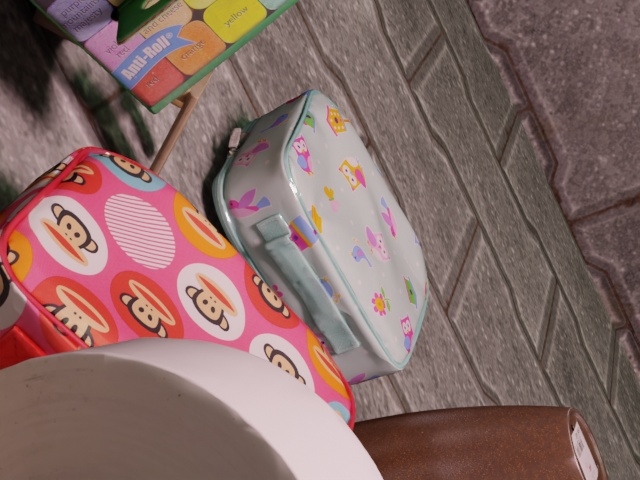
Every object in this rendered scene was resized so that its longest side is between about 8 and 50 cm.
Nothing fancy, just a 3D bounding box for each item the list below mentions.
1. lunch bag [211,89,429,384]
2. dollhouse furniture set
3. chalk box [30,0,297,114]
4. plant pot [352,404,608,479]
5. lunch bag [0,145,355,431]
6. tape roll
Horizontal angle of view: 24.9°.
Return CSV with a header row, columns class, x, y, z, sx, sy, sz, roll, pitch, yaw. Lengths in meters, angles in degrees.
class,x,y,z,sx,sy,sz,roll,pitch,yaw
lunch bag,0.000,0.000,1.456,0.279,0.108,0.224,59,27,-21
dollhouse furniture set,-0.181,-0.137,1.251,0.151,0.123,0.144,28,29,-5
chalk box,-0.126,-0.237,1.089,0.179,0.180,0.289,43,18,-40
plant pot,0.159,0.249,1.430,0.215,0.230,0.215,51,26,-38
lunch bag,-0.115,0.091,0.972,0.293,0.120,0.258,46,24,-10
tape roll,-0.095,0.195,0.760,0.100,0.286,0.286,-1,71,-69
